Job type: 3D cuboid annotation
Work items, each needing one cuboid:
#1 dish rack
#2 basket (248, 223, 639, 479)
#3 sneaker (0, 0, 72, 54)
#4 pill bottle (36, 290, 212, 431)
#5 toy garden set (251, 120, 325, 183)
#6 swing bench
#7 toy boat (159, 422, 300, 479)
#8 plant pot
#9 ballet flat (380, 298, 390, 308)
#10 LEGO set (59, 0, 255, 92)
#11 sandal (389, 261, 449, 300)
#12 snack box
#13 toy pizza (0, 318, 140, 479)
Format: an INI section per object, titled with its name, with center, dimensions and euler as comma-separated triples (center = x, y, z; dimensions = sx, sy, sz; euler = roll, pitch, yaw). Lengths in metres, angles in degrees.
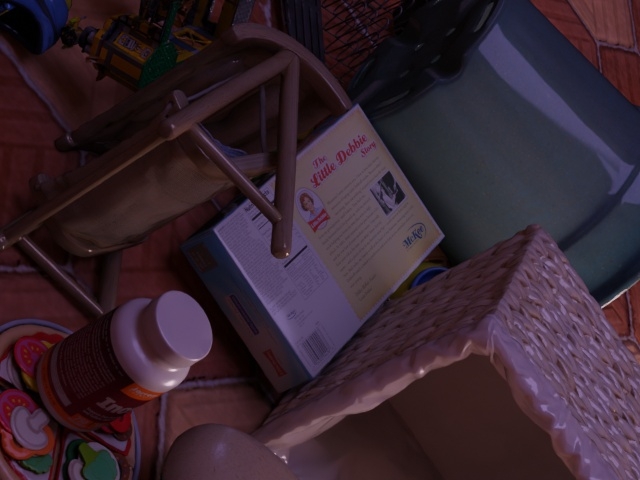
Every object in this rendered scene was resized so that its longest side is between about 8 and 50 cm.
[dish rack]
center = 0.056, -0.275, 2.189
dimensions = 0.271, 0.074, 0.208
euler = 27, 45, -40
[basket]
center = 0.165, 0.216, 1.752
dimensions = 0.331, 0.328, 0.266
euler = 54, 32, -10
[sneaker]
center = -0.331, -0.266, 1.670
dimensions = 0.209, 0.069, 0.082
euler = 44, 41, -25
[pill bottle]
center = -0.169, 0.102, 1.483
dimensions = 0.086, 0.152, 0.086
euler = 31, 44, -35
[toy garden set]
center = -0.083, -0.109, 1.910
dimensions = 0.244, 0.049, 0.204
euler = 43, 40, -25
[swing bench]
center = -0.137, -0.069, 1.616
dimensions = 0.165, 0.253, 0.255
euler = 47, 35, -20
[toy boat]
center = -0.109, 0.293, 1.509
dimensions = 0.318, 0.148, 0.267
euler = 8, 50, -56
[plant pot]
center = 0.222, -0.115, 2.055
dimensions = 0.334, 0.341, 0.341
euler = 46, 36, -21
[ballet flat]
center = 0.102, 0.152, 1.946
dimensions = 0.213, 0.068, 0.072
euler = 56, 35, -9
[LEGO set]
center = -0.169, -0.322, 1.724
dimensions = 0.192, 0.331, 0.255
euler = 31, 38, 18
[sandal]
center = 0.199, 0.160, 1.978
dimensions = 0.126, 0.138, 0.317
euler = -39, 93, -18
[snack box]
center = 0.000, 0.000, 1.844
dimensions = 0.187, 0.060, 0.322
euler = 57, 40, -9
[toy pizza]
center = -0.230, 0.160, 1.527
dimensions = 0.201, 0.032, 0.201
euler = 33, 43, -37
